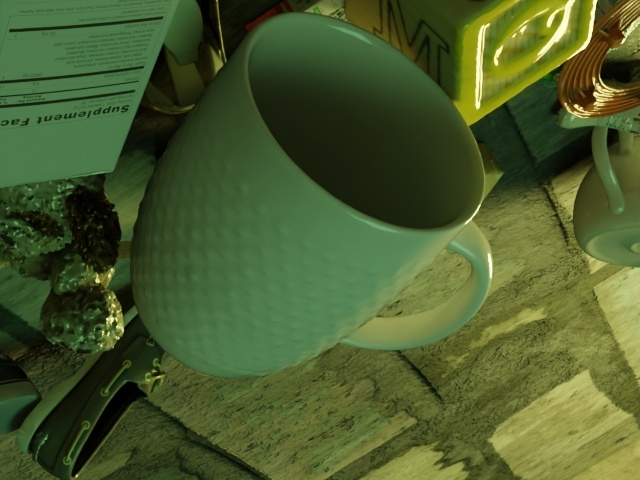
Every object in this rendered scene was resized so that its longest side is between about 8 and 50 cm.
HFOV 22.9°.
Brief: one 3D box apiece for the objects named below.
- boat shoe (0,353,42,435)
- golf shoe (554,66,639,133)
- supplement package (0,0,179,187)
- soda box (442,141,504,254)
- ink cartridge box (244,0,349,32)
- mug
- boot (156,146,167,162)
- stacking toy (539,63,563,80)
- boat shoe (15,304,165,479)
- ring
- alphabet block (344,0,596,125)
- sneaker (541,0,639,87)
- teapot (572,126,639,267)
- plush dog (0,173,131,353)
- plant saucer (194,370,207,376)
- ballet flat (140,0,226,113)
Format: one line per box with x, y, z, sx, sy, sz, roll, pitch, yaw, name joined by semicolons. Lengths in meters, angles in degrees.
-0.486;0.193;1.925;0.306;0.105;0.113;-12;144;-42;boat shoe
0.410;-0.179;2.164;0.176;0.086;0.069;-21;153;-13;golf shoe
-0.253;-0.206;1.396;0.175;0.177;0.293;-10;147;-33;supplement package
0.175;-0.055;2.179;0.061;0.058;0.181;-6;145;-36;soda box
-0.019;-0.239;1.719;0.115;0.029;0.063;-31;152;2;ink cartridge box
0.000;0.000;1.602;0.374;0.276;0.328;24;131;-21;mug
-0.070;-0.073;1.888;0.207;0.094;0.246;-36;140;-12;boot
0.284;-0.283;1.916;0.167;0.052;0.221;10;135;-48;stacking toy
-0.255;0.176;2.030;0.305;0.091;0.109;-48;165;-15;boat shoe
0.450;-0.257;1.996;0.336;0.032;0.336;-26;157;-12;ring
0.152;-0.269;1.620;0.192;0.197;0.193;-34;154;-13;alphabet block
0.352;-0.251;2.017;0.166;0.065;0.076;-42;154;26;sneaker
0.484;-0.077;2.310;0.252;0.187;0.256;5;163;-7;teapot
-0.285;-0.035;1.651;0.210;0.262;0.225;-56;172;-23;plush dog
-0.131;0.077;2.052;0.198;0.036;0.198;-45;146;-43;plant saucer
-0.146;-0.201;1.574;0.123;0.123;0.348;-23;152;-11;ballet flat
